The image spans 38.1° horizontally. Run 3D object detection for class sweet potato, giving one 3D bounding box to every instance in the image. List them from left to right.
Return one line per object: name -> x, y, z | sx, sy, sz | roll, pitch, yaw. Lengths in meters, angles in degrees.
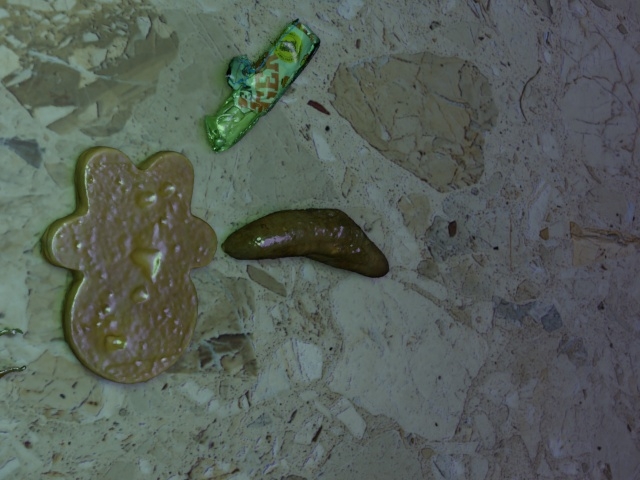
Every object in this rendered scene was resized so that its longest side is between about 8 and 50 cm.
sweet potato -> 0.000, -0.003, 1.576 | 0.342, 0.092, 0.114 | 9, 113, -36

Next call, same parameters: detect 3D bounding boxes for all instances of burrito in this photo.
burrito -> -0.103, -0.264, 1.502 | 0.104, 0.054, 0.288 | 48, 67, -28

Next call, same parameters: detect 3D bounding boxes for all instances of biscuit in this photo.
biscuit -> -0.282, 0.036, 1.393 | 0.275, 0.052, 0.354 | -4, 96, -36

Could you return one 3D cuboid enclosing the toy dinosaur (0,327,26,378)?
toy dinosaur -> -0.480, 0.154, 1.220 | 0.207, 0.113, 0.327 | 25, 77, -35
